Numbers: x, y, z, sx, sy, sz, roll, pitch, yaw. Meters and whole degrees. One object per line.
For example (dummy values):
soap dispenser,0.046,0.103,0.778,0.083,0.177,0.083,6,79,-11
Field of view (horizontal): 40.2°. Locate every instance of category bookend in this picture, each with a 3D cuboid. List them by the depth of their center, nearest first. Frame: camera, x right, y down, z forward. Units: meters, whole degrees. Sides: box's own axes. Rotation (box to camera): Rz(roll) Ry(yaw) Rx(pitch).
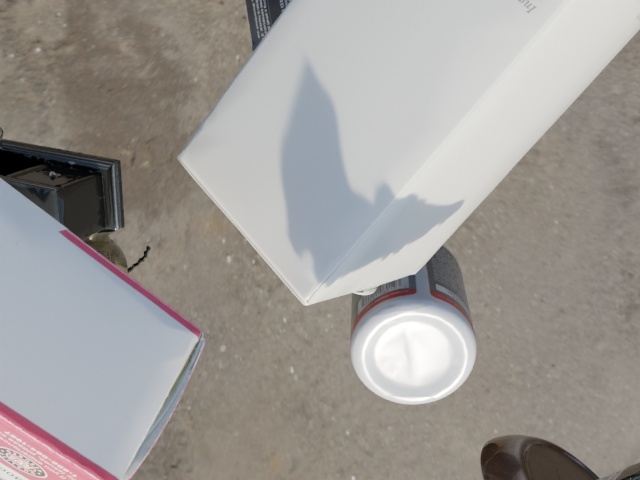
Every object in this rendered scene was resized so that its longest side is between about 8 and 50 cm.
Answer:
bookend,-0.299,-0.035,0.830,0.156,0.157,0.072,12,114,25

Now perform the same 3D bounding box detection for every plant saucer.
plant saucer,0.355,0.384,1.217,0.310,0.310,0.050,35,111,-13

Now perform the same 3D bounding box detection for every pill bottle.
pill bottle,0.161,0.111,1.586,0.210,0.363,0.210,1,116,3

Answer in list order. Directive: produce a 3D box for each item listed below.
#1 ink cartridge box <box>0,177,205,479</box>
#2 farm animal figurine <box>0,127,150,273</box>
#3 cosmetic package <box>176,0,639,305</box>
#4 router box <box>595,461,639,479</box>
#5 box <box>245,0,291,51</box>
ink cartridge box,-0.241,0.079,0.570,0.207,0.117,0.283,40,142,-19
farm animal figurine,-0.377,0.016,1.050,0.327,0.172,0.330,13,68,-19
cosmetic package,0.096,-0.139,0.601,0.155,0.197,0.365,48,112,16
router box,0.403,0.316,1.000,0.133,0.046,0.179,55,136,10
box,0.190,-0.469,1.539,0.480,0.472,0.297,-6,85,-40
